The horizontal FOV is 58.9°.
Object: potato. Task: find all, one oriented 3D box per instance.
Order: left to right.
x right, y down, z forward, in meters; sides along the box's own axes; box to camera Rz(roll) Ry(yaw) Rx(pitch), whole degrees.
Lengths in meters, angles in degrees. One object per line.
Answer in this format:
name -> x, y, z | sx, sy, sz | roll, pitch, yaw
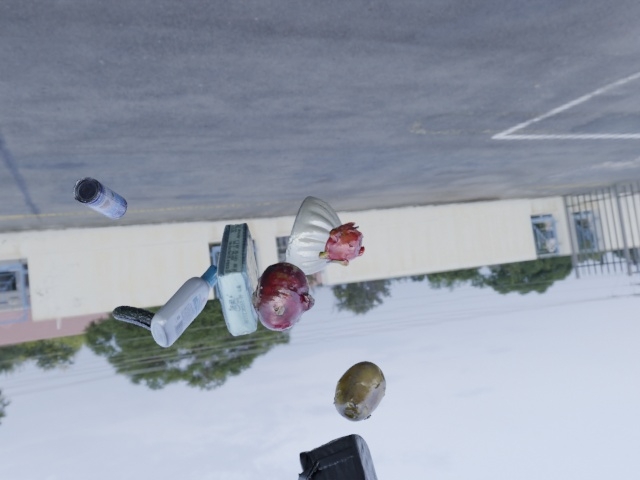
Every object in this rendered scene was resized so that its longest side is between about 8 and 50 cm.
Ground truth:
potato -> 0.112, 0.436, 1.635 | 0.176, 0.137, 0.137 | -47, -170, -19

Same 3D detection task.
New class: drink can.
drink can -> -0.768, -0.145, 1.990 | 0.097, 0.097, 0.235 | -7, 168, 3

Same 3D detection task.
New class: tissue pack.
tissue pack -> -0.259, 0.115, 1.804 | 0.103, 0.227, 0.315 | -9, -149, 0

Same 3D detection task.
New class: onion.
onion -> -0.055, 0.087, 0.874 | 0.097, 0.107, 0.107 | 12, -177, 23

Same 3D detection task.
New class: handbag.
handbag -> 0.053, 0.637, 1.444 | 0.182, 0.254, 0.181 | -23, 148, 11

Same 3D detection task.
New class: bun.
bun -> 0.000, 0.000, 1.799 | 0.175, 0.262, 0.263 | 16, 178, 5

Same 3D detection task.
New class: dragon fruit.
dragon fruit -> 0.067, 0.013, 1.386 | 0.068, 0.112, 0.126 | 29, -165, 34

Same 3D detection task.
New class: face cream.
face cream -> -0.458, 0.211, 1.981 | 0.080, 0.163, 0.336 | 22, -133, 15

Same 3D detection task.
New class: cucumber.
cucumber -> -0.657, 0.270, 2.026 | 0.245, 0.067, 0.067 | 12, -175, 28
